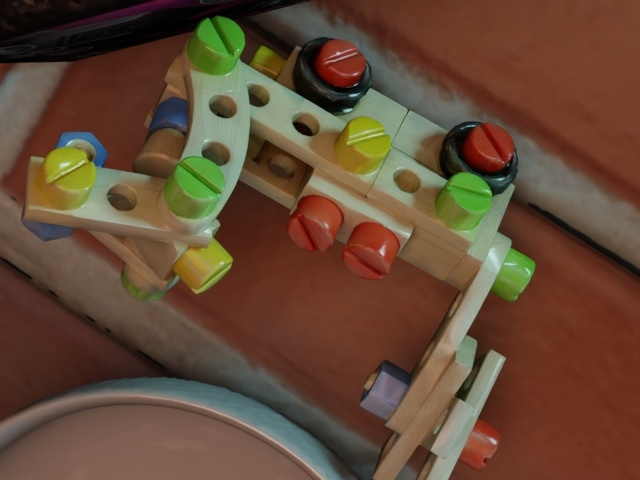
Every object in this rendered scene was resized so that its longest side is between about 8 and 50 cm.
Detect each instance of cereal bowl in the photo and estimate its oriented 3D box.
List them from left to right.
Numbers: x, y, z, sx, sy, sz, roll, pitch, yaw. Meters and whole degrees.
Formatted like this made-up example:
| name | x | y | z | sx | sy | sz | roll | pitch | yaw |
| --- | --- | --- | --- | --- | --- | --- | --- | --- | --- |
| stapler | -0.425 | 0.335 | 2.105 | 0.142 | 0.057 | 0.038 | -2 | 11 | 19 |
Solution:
| name | x | y | z | sx | sy | sz | roll | pitch | yaw |
| --- | --- | --- | --- | --- | --- | --- | --- | --- | --- |
| cereal bowl | -0.098 | 0.244 | 1.026 | 0.339 | 0.141 | 0.338 | 1 | 97 | 11 |

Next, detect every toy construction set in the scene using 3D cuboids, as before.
| name | x | y | z | sx | sy | sz | roll | pitch | yaw |
| --- | --- | --- | --- | --- | --- | --- | --- | --- | --- |
| toy construction set | 0.000 | 0.000 | 0.939 | 0.328 | 0.215 | 0.151 | 39 | 140 | -14 |

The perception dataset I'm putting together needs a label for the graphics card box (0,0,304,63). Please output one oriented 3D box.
| name | x | y | z | sx | sy | sz | roll | pitch | yaw |
| --- | --- | --- | --- | --- | --- | --- | --- | --- | --- |
| graphics card box | -0.026 | -0.184 | 0.914 | 0.371 | 0.233 | 0.094 | -12 | 95 | 12 |
